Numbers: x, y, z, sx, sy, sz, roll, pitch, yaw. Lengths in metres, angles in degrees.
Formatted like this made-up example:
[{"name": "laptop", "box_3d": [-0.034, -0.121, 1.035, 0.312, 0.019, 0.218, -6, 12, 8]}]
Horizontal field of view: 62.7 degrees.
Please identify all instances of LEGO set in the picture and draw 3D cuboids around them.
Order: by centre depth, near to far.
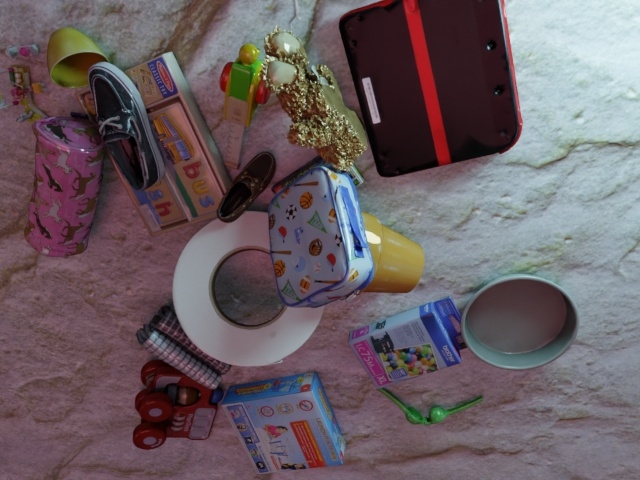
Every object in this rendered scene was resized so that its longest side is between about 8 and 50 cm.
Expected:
[{"name": "LEGO set", "box_3d": [-0.720, -0.327, 1.298, 0.132, 0.107, 0.287, -10, 114, 14]}]

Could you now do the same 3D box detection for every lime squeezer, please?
[{"name": "lime squeezer", "box_3d": [0.319, 0.495, 1.562, 0.310, 0.059, 0.110, 4, 86, 9]}]

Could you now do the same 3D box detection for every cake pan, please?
[{"name": "cake pan", "box_3d": [0.515, 0.209, 1.378, 0.292, 0.054, 0.294, 4, 116, 8]}]

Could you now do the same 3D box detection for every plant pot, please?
[{"name": "plant pot", "box_3d": [-0.576, -0.434, 1.221, 0.134, 0.134, 0.095, -31, 82, 22]}, {"name": "plant pot", "box_3d": [0.143, 0.048, 1.296, 0.187, 0.205, 0.205, 16, 118, -16]}]

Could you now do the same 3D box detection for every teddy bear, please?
[{"name": "teddy bear", "box_3d": [-0.024, -0.288, 1.117, 0.113, 0.338, 0.245, -22, 68, 24]}]

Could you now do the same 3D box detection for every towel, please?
[{"name": "towel", "box_3d": [-0.377, 0.290, 1.467, 0.235, 0.283, 0.121, 38, 74, -16]}]

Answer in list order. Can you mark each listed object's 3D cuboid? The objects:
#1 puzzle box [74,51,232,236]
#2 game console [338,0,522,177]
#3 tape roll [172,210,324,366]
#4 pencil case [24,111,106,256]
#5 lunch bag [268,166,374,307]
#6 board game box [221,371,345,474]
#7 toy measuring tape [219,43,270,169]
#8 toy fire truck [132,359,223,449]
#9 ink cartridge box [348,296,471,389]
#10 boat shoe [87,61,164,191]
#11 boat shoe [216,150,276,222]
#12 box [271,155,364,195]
[{"name": "puzzle box", "box_3d": [-0.399, -0.224, 1.318, 0.271, 0.052, 0.409, -16, 112, 19]}, {"name": "game console", "box_3d": [0.249, -0.348, 1.159, 0.341, 0.060, 0.387, -10, 113, 20]}, {"name": "tape roll", "box_3d": [-0.175, 0.121, 1.333, 0.391, 0.072, 0.393, 0, 85, -5]}, {"name": "pencil case", "box_3d": [-0.650, -0.128, 1.328, 0.160, 0.167, 0.386, -3, 136, -35]}, {"name": "lunch bag", "box_3d": [0.000, 0.000, 1.186, 0.243, 0.114, 0.304, -29, 64, 35]}, {"name": "board game box", "box_3d": [-0.110, 0.578, 1.647, 0.301, 0.086, 0.309, -13, 113, 15]}, {"name": "toy measuring tape", "box_3d": [-0.178, -0.317, 1.234, 0.121, 0.121, 0.330, 19, 140, 0]}, {"name": "toy fire truck", "box_3d": [-0.443, 0.514, 1.650, 0.253, 0.169, 0.302, 9, 120, -22]}, {"name": "ink cartridge box", "box_3d": [0.254, 0.289, 1.460, 0.311, 0.065, 0.186, -25, 110, 18]}, {"name": "boat shoe", "box_3d": [-0.467, -0.259, 1.226, 0.108, 0.102, 0.302, -8, 114, 17]}, {"name": "boat shoe", "box_3d": [-0.178, -0.130, 1.277, 0.073, 0.073, 0.207, 33, 87, 2]}, {"name": "box", "box_3d": [-0.009, -0.140, 1.307, 0.206, 0.036, 0.114, -31, 107, 22]}]
